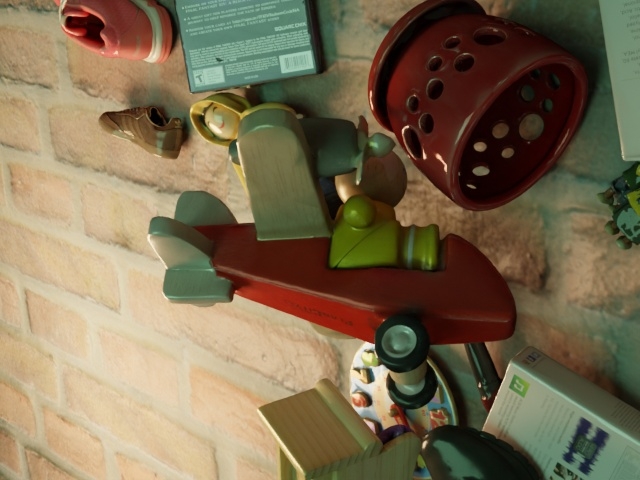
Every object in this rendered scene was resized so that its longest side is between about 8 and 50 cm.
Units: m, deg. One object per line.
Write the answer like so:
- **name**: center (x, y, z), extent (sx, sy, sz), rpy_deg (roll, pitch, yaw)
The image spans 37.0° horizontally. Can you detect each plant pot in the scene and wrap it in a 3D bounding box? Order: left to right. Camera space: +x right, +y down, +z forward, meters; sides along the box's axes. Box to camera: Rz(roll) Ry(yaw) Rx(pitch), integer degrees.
- **plant pot**: center (0.155, -0.151, 1.016), extent (0.174, 0.191, 0.191), rpy_deg (43, 131, 35)

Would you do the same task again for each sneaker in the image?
- **sneaker**: center (-0.373, -0.380, 1.540), extent (0.314, 0.136, 0.115), rpy_deg (36, 126, 34)
- **sneaker**: center (-0.293, -0.194, 1.588), extent (0.188, 0.066, 0.071), rpy_deg (26, 105, 33)
- **sneaker**: center (0.201, 0.333, 1.053), extent (0.286, 0.130, 0.109), rpy_deg (52, 134, 13)

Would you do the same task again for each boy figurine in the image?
- **boy figurine**: center (-0.073, -0.123, 1.345), extent (0.285, 0.092, 0.177), rpy_deg (48, 136, 21)

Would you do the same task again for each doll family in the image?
- **doll family**: center (0.355, -0.013, 0.941), extent (0.193, 0.076, 0.111), rpy_deg (53, 131, 13)

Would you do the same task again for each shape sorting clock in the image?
- **shape sorting clock**: center (0.109, 0.229, 1.308), extent (0.206, 0.040, 0.206), rpy_deg (18, 116, 42)

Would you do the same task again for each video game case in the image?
- **video game case**: center (-0.110, -0.348, 1.291), extent (0.196, 0.026, 0.274), rpy_deg (-5, 100, 20)

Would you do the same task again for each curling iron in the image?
- **curling iron**: center (0.223, 0.185, 1.175), extent (0.068, 0.035, 0.273), rpy_deg (-29, 83, 44)

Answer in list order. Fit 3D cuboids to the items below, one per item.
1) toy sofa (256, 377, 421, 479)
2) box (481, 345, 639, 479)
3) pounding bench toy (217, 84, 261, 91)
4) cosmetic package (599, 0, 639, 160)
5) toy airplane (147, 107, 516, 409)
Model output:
- **toy sofa**: center (0.022, 0.382, 1.355), extent (0.150, 0.177, 0.362), rpy_deg (44, 142, 50)
- **box**: center (0.321, 0.295, 1.063), extent (0.322, 0.058, 0.232), rpy_deg (33, 126, 27)
- **pounding bench toy**: center (-0.115, -0.245, 1.378), extent (0.065, 0.083, 0.052), rpy_deg (-4, 101, 15)
- **cosmetic package**: center (0.351, -0.174, 0.824), extent (0.152, 0.151, 0.183), rpy_deg (-2, 101, 48)
- **toy airplane**: center (0.000, 0.000, 1.116), extent (0.384, 0.272, 0.386), rpy_deg (36, 157, -21)
